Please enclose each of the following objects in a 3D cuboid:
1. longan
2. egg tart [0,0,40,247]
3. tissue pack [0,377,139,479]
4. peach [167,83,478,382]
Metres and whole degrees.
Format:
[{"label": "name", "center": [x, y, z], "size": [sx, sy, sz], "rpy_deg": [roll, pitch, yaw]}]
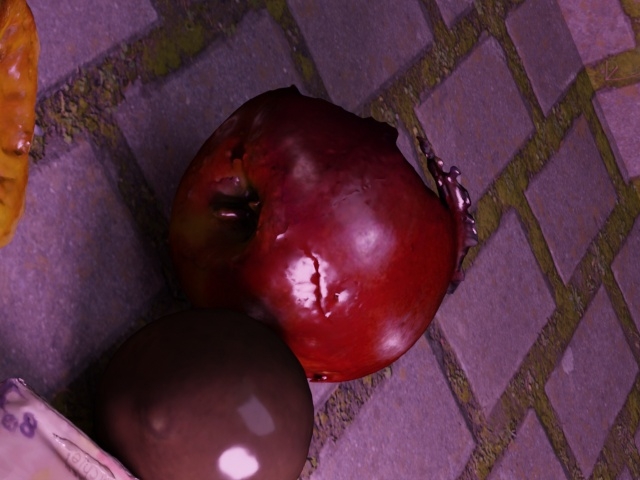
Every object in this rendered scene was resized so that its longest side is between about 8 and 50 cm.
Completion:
[{"label": "longan", "center": [-0.129, 0.195, 1.604], "size": [0.258, 0.258, 0.258], "rpy_deg": [29, 53, -48]}, {"label": "egg tart", "center": [-0.372, -0.116, 1.424], "size": [0.341, 0.132, 0.341], "rpy_deg": [9, 90, -89]}, {"label": "tissue pack", "center": [-0.310, 0.332, 1.391], "size": [0.242, 0.125, 0.343], "rpy_deg": [48, 40, -31]}, {"label": "peach", "center": [0.000, 0.000, 1.834], "size": [0.416, 0.339, 0.353], "rpy_deg": [10, 106, -55]}]
